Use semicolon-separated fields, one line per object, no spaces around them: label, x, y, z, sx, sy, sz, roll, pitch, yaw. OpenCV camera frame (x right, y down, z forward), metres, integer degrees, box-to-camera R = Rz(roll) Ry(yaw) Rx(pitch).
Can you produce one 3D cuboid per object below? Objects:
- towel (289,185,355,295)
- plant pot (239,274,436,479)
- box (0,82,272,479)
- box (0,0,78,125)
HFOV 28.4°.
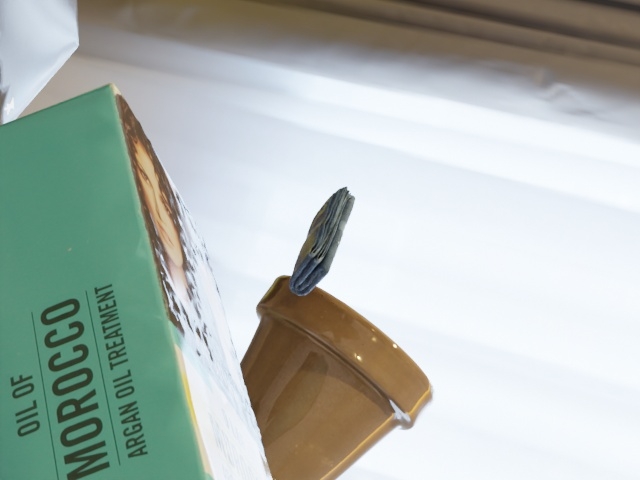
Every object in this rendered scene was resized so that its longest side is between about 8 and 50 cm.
towel;0.000;0.000;1.330;0.067;0.029;0.119;-49;-165;44
plant pot;-0.023;0.209;1.608;0.229;0.263;0.263;-50;158;-13
box;-0.051;0.075;0.379;0.100;0.060;0.244;66;4;-52
box;-0.377;-0.282;1.090;0.183;0.294;0.296;-63;166;-48
